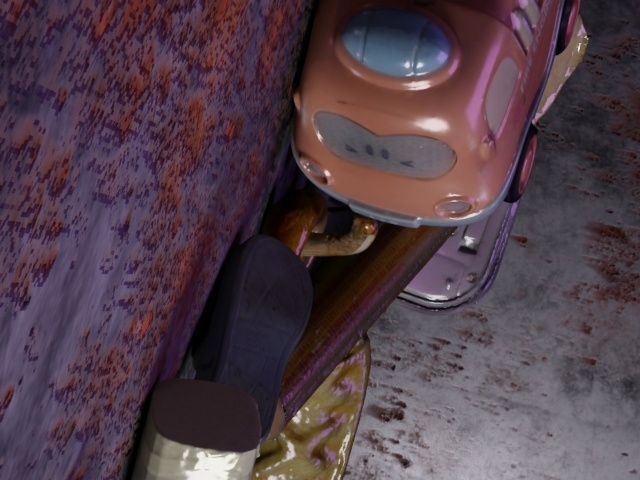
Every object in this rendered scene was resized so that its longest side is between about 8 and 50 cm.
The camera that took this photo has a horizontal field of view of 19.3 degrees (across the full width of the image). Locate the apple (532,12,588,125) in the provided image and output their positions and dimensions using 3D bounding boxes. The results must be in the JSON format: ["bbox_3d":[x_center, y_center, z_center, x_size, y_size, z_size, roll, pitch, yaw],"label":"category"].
[{"bbox_3d":[0.120,-0.217,1.768,0.251,0.163,0.293,-37,146,-23],"label":"apple"}]

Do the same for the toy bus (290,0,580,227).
[{"bbox_3d":[0.089,-0.165,1.474,0.232,0.194,0.287,70,38,-72],"label":"toy bus"}]

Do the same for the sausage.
[{"bbox_3d":[0.032,0.035,1.655,0.371,0.082,0.082,-46,159,-43],"label":"sausage"}]

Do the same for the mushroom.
[{"bbox_3d":[-0.008,-0.008,1.563,0.129,0.073,0.088,-29,-168,41],"label":"mushroom"}]

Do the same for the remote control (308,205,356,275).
[{"bbox_3d":[0.009,0.015,1.734,0.256,0.045,0.097,0,101,-62],"label":"remote control"}]

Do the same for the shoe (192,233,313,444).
[{"bbox_3d":[-0.065,0.081,1.392,0.078,0.079,0.195,-31,-147,35],"label":"shoe"}]

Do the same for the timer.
[{"bbox_3d":[0.088,-0.031,1.884,0.069,0.208,0.190,51,57,-82],"label":"timer"}]

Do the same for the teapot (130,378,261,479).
[{"bbox_3d":[-0.099,0.185,1.262,0.107,0.077,0.200,-104,-154,-58],"label":"teapot"}]

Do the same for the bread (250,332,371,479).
[{"bbox_3d":[-0.027,0.171,1.821,0.152,0.130,0.267,-55,162,-70],"label":"bread"}]
